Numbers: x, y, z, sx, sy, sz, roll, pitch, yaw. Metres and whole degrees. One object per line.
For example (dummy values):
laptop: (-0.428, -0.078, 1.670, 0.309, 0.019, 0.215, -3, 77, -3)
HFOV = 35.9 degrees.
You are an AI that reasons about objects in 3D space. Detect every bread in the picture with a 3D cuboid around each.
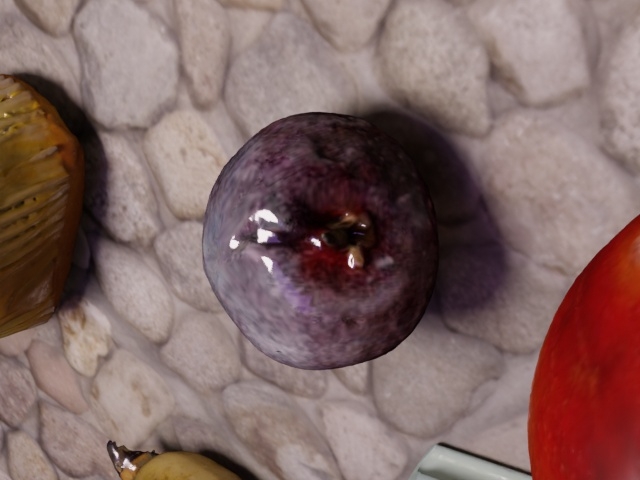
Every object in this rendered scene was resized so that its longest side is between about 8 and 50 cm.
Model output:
bread: (-0.332, -0.025, 0.989, 0.204, 0.156, 0.288, 42, 134, 20)

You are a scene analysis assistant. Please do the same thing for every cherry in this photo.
cherry: (-0.006, 0.001, 0.753, 0.195, 0.195, 0.195, 17, 122, 28)

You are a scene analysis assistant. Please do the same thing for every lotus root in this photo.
lotus root: (-0.140, 0.284, 1.039, 0.221, 0.118, 0.125, 31, 96, 22)

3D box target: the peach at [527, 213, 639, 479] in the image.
peach: (0.286, 0.134, 0.486, 0.388, 0.388, 0.388, 17, 122, 28)

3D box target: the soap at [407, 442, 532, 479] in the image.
soap: (0.165, 0.259, 0.837, 0.198, 0.066, 0.119, 13, 119, 30)
